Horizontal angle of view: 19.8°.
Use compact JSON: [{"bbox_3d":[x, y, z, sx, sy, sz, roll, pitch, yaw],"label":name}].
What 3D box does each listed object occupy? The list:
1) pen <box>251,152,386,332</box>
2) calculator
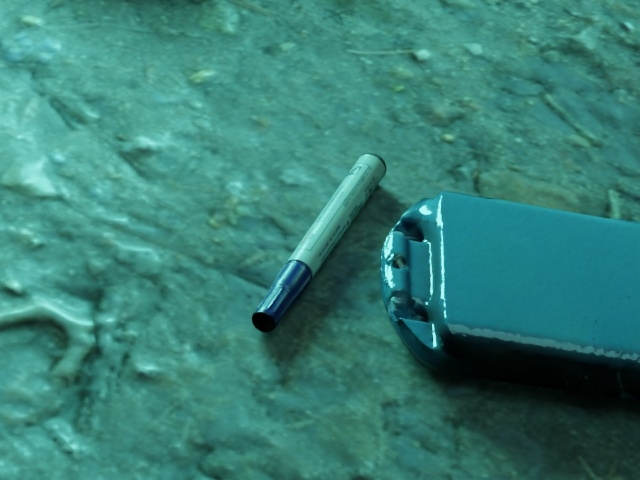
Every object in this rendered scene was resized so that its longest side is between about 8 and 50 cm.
[{"bbox_3d":[0.000,0.000,1.348,0.025,0.025,0.204,24,44,10],"label":"pen"},{"bbox_3d":[0.186,0.043,1.333,0.293,0.051,0.173,9,41,-7],"label":"calculator"}]
